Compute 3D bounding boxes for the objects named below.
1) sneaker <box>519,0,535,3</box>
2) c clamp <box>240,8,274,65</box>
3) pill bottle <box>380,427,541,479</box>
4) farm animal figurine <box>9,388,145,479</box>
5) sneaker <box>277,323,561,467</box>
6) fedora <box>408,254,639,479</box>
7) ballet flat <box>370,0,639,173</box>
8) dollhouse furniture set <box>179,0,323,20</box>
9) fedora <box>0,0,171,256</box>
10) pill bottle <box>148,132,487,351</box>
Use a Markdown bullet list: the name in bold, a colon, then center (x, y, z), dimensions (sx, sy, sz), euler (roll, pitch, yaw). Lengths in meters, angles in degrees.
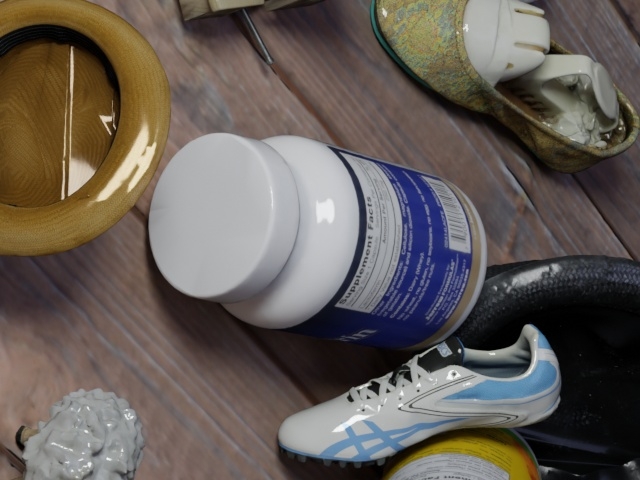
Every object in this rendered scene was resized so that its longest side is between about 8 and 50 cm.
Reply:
- **sneaker**: center (0.171, -0.283, 1.806), dimensions (0.232, 0.115, 0.090), euler (18, 69, -49)
- **c clamp**: center (-0.038, -0.240, 1.616), dimensions (0.160, 0.022, 0.137), euler (-46, 113, -44)
- **pill bottle**: center (0.105, 0.242, 1.535), dimensions (0.245, 0.136, 0.136), euler (-64, 136, -71)
- **farm animal figurine**: center (-0.134, 0.309, 1.259), dimensions (0.330, 0.172, 0.327), euler (59, 43, -25)
- **sneaker**: center (0.077, 0.124, 1.552), dimensions (0.085, 0.237, 0.086), euler (-122, -160, -71)
- **fedora**: center (0.218, 0.116, 1.729), dimensions (0.334, 0.334, 0.152), euler (53, 11, -31)
- **ballet flat**: center (0.190, -0.165, 1.809), dimensions (0.348, 0.123, 0.123), euler (32, 59, -44)
- **dollhouse furniture set**: center (-0.045, -0.280, 1.525), dimensions (0.161, 0.101, 0.182), euler (-16, 91, -48)
- **fedora**: center (-0.189, -0.071, 1.313), dimensions (0.079, 0.194, 0.194), euler (86, 11, -69)
- **pill bottle**: center (0.000, 0.000, 1.506), dimensions (0.265, 0.153, 0.153), euler (14, 72, -49)
